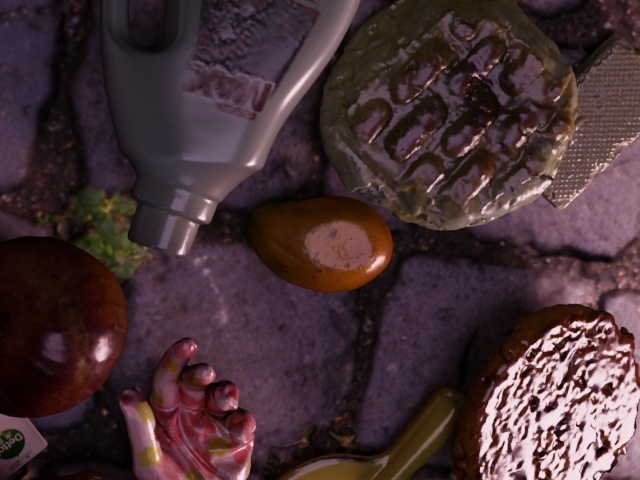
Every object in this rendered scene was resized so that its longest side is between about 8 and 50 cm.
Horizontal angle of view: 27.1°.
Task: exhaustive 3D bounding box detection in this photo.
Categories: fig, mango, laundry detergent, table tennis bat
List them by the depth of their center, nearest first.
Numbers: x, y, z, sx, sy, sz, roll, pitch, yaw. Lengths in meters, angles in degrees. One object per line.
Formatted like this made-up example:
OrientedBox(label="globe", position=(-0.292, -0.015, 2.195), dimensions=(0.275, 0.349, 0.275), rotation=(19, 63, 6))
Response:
OrientedBox(label="laundry detergent", position=(-0.119, -0.184, 1.349), dimensions=(0.264, 0.124, 0.398), rotation=(20, 89, -11))
OrientedBox(label="fig", position=(-0.292, 0.094, 1.401), dimensions=(0.205, 0.205, 0.205), rotation=(-6, 109, -17))
OrientedBox(label="mango", position=(0.002, 0.007, 1.517), dimensions=(0.165, 0.089, 0.115), rotation=(-7, 108, -14))
OrientedBox(label="table tennis bat", position=(0.052, 0.322, 1.662), dimensions=(0.369, 0.054, 0.224), rotation=(-47, 118, 4))

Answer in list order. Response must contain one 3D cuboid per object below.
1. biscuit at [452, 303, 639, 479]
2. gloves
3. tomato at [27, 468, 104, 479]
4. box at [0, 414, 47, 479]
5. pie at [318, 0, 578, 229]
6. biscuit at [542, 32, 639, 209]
OrientedBox(label="biscuit", position=(0.281, 0.232, 1.674), dimensions=(0.289, 0.081, 0.334), rotation=(-11, 115, -32))
OrientedBox(label="gloves", position=(-0.147, 0.210, 1.518), dimensions=(0.145, 0.126, 0.241), rotation=(2, 111, 5))
OrientedBox(label="tomato", position=(-0.273, 0.405, 1.427), dimensions=(0.303, 0.303, 0.239), rotation=(9, 113, -21))
OrientedBox(label="box", position=(-0.378, 0.228, 1.465), dimensions=(0.125, 0.043, 0.089), rotation=(-39, 124, -14))
OrientedBox(label="pie", position=(0.152, -0.151, 1.511), dimensions=(0.306, 0.071, 0.306), rotation=(-3, 101, -13))
OrientedBox(label="biscuit", position=(0.323, -0.143, 1.606), dimensions=(0.199, 0.040, 0.121), rotation=(-45, 113, 1))
